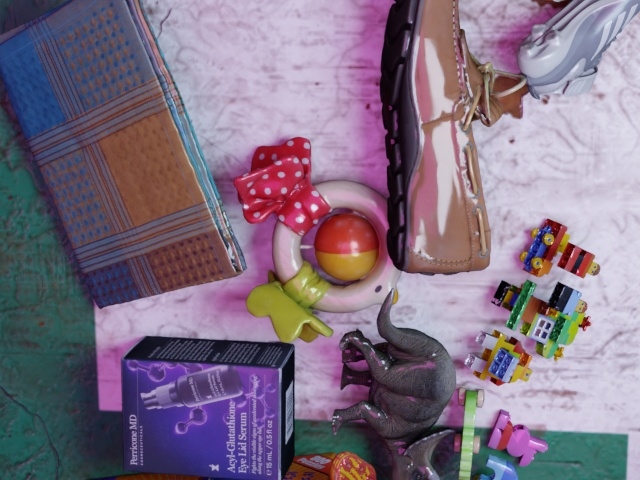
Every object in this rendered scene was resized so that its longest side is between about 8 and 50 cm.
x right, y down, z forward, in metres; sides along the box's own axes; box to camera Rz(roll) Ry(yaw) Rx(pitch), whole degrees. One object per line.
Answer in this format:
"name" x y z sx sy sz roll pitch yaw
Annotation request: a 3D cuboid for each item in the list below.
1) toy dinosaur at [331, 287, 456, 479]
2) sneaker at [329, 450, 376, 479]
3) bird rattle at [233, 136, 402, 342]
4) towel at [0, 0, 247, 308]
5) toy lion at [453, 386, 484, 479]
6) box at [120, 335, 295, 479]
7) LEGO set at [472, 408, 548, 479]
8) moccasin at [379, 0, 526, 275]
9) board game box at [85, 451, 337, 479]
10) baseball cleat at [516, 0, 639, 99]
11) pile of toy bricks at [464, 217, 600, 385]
"toy dinosaur" 0.100 0.170 1.405 0.160 0.121 0.313 9 120 5
"sneaker" 0.040 0.312 1.415 0.067 0.064 0.175 23 150 38
"bird rattle" 0.000 0.000 1.423 0.207 0.143 0.253 -1 88 -3
"towel" -0.250 -0.108 1.408 0.271 0.040 0.370 -14 102 39
"toy lion" 0.181 0.240 1.430 0.034 0.096 0.100 5 101 8
"box" -0.140 0.210 1.468 0.207 0.108 0.153 1 102 8
"LEGO set" 0.228 0.341 1.448 0.093 0.087 0.227 20 104 5
"moccasin" 0.150 -0.149 1.336 0.147 0.139 0.379 -3 90 -9
"board game box" -0.145 0.500 1.396 0.357 0.356 0.356 -9 99 10
"baseball cleat" 0.315 -0.241 1.337 0.206 0.072 0.109 -34 133 -3
"pile of toy bricks" 0.277 0.092 1.393 0.105 0.118 0.212 23 96 -29
